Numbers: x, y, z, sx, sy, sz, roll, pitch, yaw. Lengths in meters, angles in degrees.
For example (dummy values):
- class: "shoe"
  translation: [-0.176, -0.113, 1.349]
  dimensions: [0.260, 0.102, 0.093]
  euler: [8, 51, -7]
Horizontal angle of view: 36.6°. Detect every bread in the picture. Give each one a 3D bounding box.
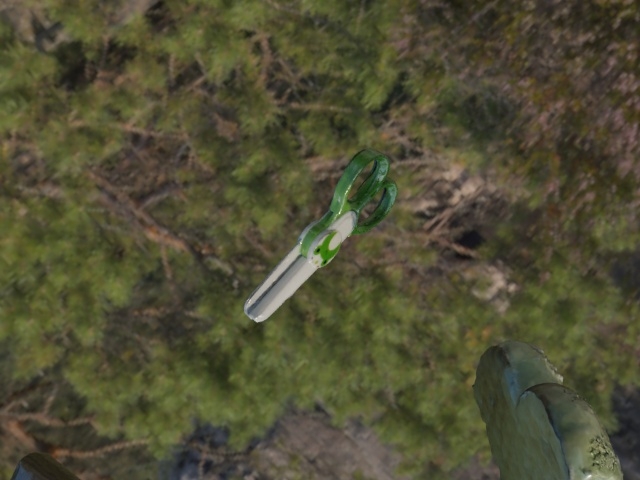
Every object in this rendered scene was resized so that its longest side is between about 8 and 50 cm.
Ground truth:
- class: "bread"
  translation: [0.189, 0.178, 0.798]
  dimensions: [0.232, 0.064, 0.173]
  euler: [-126, 29, -78]

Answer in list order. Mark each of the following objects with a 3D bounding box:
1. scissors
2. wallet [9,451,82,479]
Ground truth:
- class: "scissors"
  translation: [0.000, 0.000, 0.947]
  dimensions: [0.027, 0.204, 0.101]
  euler: [34, 163, 32]
- class: "wallet"
  translation: [-0.234, 0.364, 0.937]
  dimensions: [0.062, 0.228, 0.406]
  euler: [23, 171, -37]
